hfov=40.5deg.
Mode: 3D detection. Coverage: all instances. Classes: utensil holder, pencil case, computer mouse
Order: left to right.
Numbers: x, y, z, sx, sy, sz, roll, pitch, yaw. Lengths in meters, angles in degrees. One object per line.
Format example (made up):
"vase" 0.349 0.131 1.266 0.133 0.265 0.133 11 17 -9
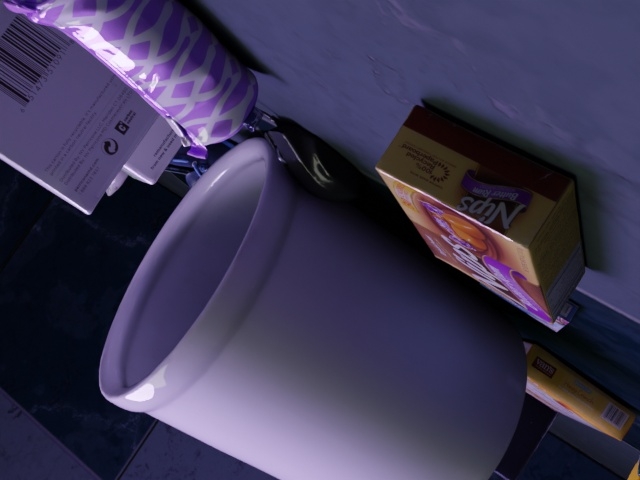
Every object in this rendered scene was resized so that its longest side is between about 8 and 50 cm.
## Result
"pencil case" -0.135 -0.148 0.659 0.086 0.088 0.206 26 170 44
"computer mouse" -0.058 -0.107 0.821 0.242 0.041 0.071 36 175 -16
"utensil holder" -0.002 0.117 1.004 0.385 0.328 0.327 32 176 -22

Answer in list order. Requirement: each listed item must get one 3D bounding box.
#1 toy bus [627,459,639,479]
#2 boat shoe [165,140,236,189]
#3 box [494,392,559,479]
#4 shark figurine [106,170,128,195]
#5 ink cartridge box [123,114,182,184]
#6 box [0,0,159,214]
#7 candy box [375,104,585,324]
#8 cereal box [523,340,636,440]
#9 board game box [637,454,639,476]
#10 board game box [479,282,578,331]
"toy bus" 0.529 0.366 1.110 0.220 0.149 0.211 32 159 1
"boat shoe" -0.143 -0.090 1.215 0.258 0.089 0.109 28 172 46
"box" 0.197 0.227 1.527 0.343 0.179 0.312 35 174 -7
"shark figurine" -0.328 -0.181 1.647 0.116 0.166 0.278 8 170 -31
"ink cartridge box" -0.303 -0.195 1.089 0.273 0.115 0.198 36 175 -18
"box" -0.257 -0.150 0.869 0.182 0.181 0.119 35 175 -16
"candy box" 0.114 -0.011 0.581 0.109 0.053 0.187 31 173 25
"cereal box" 0.323 0.202 1.245 0.173 0.047 0.240 34 175 -3
"board game box" 0.464 0.284 0.911 0.259 0.030 0.136 37 140 -28
"board game box" 0.195 0.052 0.824 0.090 0.020 0.090 32 176 14
